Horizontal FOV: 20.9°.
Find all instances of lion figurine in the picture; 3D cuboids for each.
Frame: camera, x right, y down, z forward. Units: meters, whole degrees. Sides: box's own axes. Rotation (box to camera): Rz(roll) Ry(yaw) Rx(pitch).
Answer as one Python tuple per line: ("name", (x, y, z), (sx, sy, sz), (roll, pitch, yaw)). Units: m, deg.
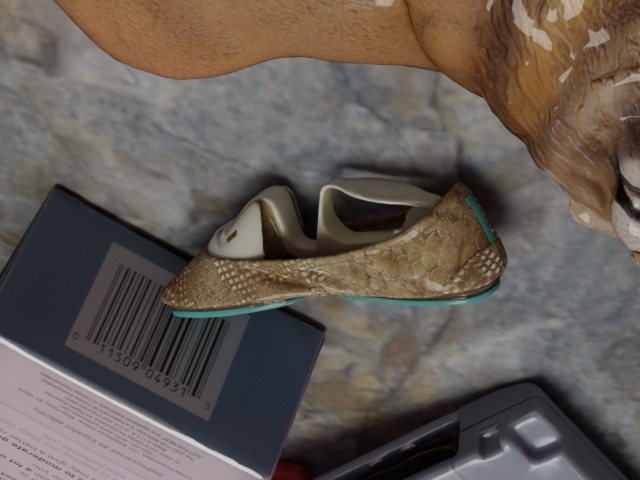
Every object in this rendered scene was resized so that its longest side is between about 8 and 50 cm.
("lion figurine", (0.004, -0.116, 0.728), (0.392, 0.142, 0.240), (16, 153, 30))

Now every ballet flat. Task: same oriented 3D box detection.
("ballet flat", (0.000, 0.000, 0.921), (0.206, 0.073, 0.067), (-6, 109, 27))

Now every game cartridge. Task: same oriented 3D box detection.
("game cartridge", (0.071, 0.213, 1.097), (0.297, 0.062, 0.198), (-29, 125, 28))

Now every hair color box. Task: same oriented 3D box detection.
("hair color box", (-0.166, 0.137, 1.118), (0.185, 0.113, 0.374), (29, 142, -10))

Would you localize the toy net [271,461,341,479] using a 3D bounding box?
("toy net", (-0.043, 0.206, 1.203), (0.232, 0.045, 0.122), (-8, 135, 33))
